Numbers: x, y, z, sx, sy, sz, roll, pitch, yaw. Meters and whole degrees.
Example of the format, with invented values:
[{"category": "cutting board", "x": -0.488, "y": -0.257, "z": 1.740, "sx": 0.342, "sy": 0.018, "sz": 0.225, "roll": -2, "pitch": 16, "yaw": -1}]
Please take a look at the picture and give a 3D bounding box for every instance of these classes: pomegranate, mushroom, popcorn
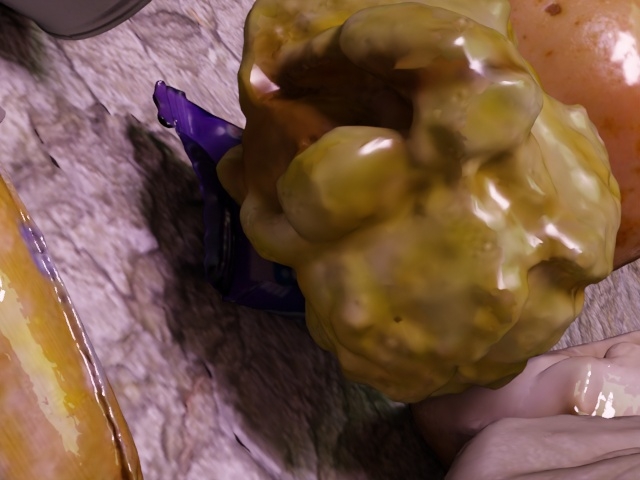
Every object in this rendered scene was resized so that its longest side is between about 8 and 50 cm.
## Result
[{"category": "pomegranate", "x": 0.220, "y": -0.113, "z": 0.949, "sx": 0.342, "sy": 0.342, "sz": 0.342, "roll": 41, "pitch": 27, "yaw": -27}, {"category": "mushroom", "x": 0.224, "y": 0.199, "z": 0.700, "sx": 0.397, "sy": 0.224, "sz": 0.313, "roll": 7, "pitch": 64, "yaw": -51}, {"category": "popcorn", "x": 0.059, "y": -0.032, "z": 0.575, "sx": 0.255, "sy": 0.195, "sz": 0.256, "roll": 37, "pitch": 45, "yaw": -45}]

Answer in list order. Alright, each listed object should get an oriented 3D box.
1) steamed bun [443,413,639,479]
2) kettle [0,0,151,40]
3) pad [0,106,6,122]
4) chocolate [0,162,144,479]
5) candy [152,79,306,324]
[{"category": "steamed bun", "x": 0.187, "y": 0.235, "z": 0.393, "sx": 0.342, "sy": 0.255, "sz": 0.367, "roll": 32, "pitch": 54, "yaw": -27}, {"category": "kettle", "x": -0.225, "y": -0.258, "z": 0.514, "sx": 0.318, "sy": 0.265, "sz": 0.205, "roll": 27, "pitch": 67, "yaw": -44}, {"category": "pad", "x": -0.244, "y": -0.051, "z": 0.390, "sx": 0.202, "sy": 0.005, "sz": 0.299, "roll": 44, "pitch": 26, "yaw": -21}, {"category": "chocolate", "x": -0.113, "y": 0.069, "z": 0.391, "sx": 0.219, "sy": 0.086, "sz": 0.085, "roll": 62, "pitch": 24, "yaw": -2}, {"category": "candy", "x": 0.000, "y": 0.000, "z": 0.683, "sx": 0.275, "sy": 0.070, "sz": 0.145, "roll": 25, "pitch": 44, "yaw": -46}]
